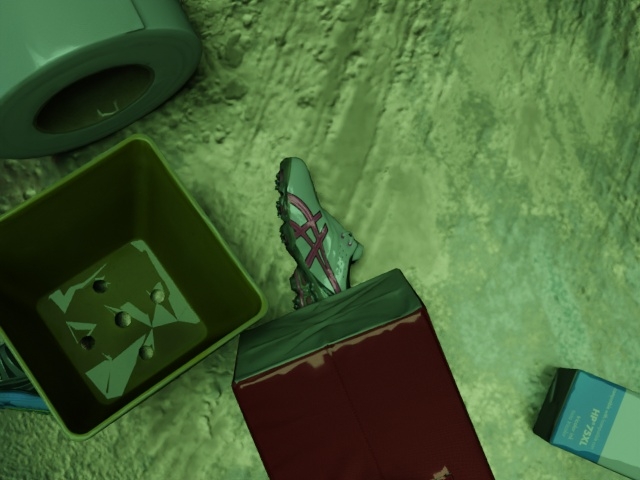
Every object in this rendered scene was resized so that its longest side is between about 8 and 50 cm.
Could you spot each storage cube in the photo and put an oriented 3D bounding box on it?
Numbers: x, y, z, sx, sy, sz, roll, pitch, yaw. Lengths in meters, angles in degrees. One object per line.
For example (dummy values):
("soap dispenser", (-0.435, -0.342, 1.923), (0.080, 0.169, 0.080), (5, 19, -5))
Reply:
("storage cube", (0.039, 0.160, 0.906), (0.183, 0.215, 0.193), (-22, 98, 2))

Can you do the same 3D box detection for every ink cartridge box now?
("ink cartridge box", (0.332, 0.201, 0.926), (0.231, 0.134, 0.078), (23, 86, 8))

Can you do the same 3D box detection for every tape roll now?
("tape roll", (-0.264, -0.213, 0.975), (0.246, 0.246, 0.169), (-28, 82, 2))

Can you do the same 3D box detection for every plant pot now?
("plant pot", (-0.200, 0.061, 0.954), (0.212, 0.187, 0.212), (-34, 81, -15))

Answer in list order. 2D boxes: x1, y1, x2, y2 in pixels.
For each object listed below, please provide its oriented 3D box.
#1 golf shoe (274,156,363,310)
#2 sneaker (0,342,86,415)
("golf shoe", (0.000, 0.000, 1.018), (0.085, 0.067, 0.186), (-12, 93, -2))
("sneaker", (-0.341, 0.140, 1.043), (0.188, 0.067, 0.078), (8, 69, 6))
